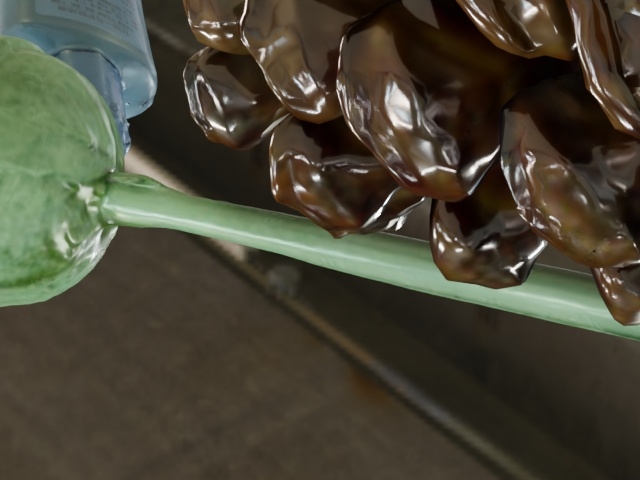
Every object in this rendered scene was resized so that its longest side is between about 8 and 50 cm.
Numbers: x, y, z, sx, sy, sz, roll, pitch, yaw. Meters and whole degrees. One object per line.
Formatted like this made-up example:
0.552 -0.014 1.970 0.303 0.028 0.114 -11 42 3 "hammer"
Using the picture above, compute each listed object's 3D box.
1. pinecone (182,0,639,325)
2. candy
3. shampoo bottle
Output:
0.084 -0.083 0.402 0.272 0.224 0.224 -18 -161 37 "pinecone"
0.000 0.000 0.621 0.439 0.119 0.119 12 -145 17 "candy"
-0.154 -0.135 0.964 0.103 0.061 0.258 18 -146 -26 "shampoo bottle"
